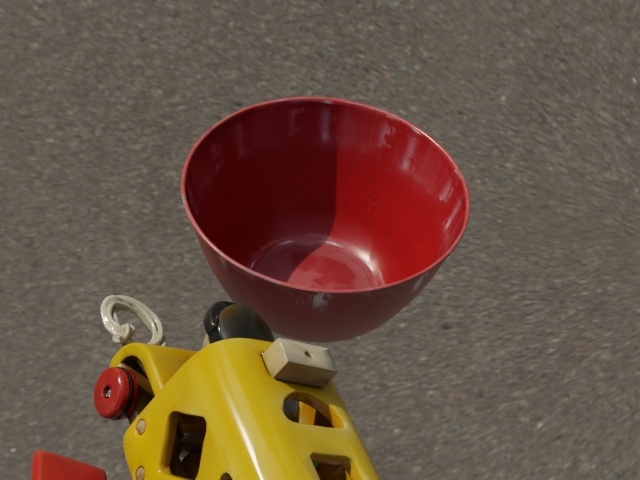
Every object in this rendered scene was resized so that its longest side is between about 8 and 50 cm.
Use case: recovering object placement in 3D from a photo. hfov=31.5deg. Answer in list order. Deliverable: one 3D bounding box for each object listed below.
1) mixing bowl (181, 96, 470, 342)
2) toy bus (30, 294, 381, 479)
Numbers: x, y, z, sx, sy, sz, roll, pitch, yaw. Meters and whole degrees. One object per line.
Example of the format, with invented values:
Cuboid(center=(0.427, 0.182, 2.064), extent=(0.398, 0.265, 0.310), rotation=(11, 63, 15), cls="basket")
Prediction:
Cuboid(center=(0.000, 0.000, 0.738), extent=(0.181, 0.181, 0.098), rotation=(27, 137, 19), cls="mixing bowl")
Cuboid(center=(-0.035, 0.095, 0.571), extent=(0.202, 0.191, 0.104), rotation=(40, 115, -4), cls="toy bus")
